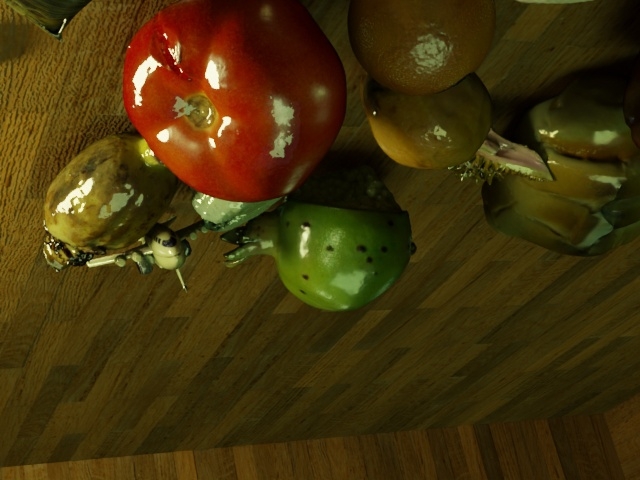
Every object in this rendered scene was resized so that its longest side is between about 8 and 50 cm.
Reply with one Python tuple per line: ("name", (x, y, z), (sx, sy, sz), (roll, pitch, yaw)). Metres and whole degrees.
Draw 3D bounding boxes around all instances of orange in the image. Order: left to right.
("orange", (0.127, -0.281, 1.403), (0.206, 0.206, 0.206), (-11, 155, -5))

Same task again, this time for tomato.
("tomato", (-0.101, -0.192, 1.430), (0.298, 0.298, 0.226), (-32, -171, 36))

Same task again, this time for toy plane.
("toy plane", (-0.261, 0.006, 1.798), (0.242, 0.256, 0.104), (-21, 116, -15))

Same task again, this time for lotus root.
("lotus root", (-0.315, -0.076, 1.682), (0.314, 0.141, 0.169), (-38, 150, 28))

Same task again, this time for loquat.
("loquat", (0.150, -0.197, 1.604), (0.187, 0.176, 0.234), (21, 168, 40))

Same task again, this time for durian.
("durian", (0.267, -0.130, 1.786), (0.224, 0.078, 0.140), (25, 144, 17))

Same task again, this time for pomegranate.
("pomegranate", (0.000, 0.000, 1.878), (0.341, 0.260, 0.260), (-5, 154, -6))

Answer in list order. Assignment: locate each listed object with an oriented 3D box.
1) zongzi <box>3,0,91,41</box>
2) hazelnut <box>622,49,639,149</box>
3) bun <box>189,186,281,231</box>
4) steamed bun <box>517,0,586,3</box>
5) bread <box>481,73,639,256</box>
("zongzi", (-0.298, -0.351, 1.160), (0.248, 0.111, 0.241), (-33, 143, 26))
("hazelnut", (0.657, -0.239, 1.573), (0.429, 0.402, 0.402), (-9, 155, -21))
("bun", (-0.132, -0.100, 1.733), (0.204, 0.126, 0.212), (-27, 173, -35))
("steamed bun", (0.279, -0.425, 1.110), (0.374, 0.241, 0.374), (-14, 152, -7))
("bread", (0.468, -0.118, 1.867), (0.300, 0.210, 0.341), (3, 145, -16))
